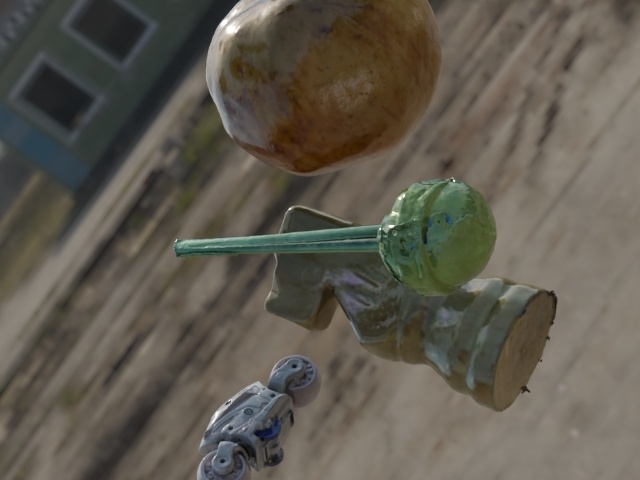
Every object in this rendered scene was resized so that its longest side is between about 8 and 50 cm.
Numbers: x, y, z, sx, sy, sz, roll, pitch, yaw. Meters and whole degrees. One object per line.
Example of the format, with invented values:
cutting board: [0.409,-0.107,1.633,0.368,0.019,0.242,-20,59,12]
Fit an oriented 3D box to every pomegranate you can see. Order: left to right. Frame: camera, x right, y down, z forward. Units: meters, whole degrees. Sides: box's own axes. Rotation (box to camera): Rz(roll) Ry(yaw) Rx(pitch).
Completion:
pomegranate: [0.003,-0.187,2.022,0.248,0.248,0.248,-53,8,10]

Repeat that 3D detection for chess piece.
chess piece: [0.082,0.059,2.001,0.137,0.301,0.137,-46,-31,-39]

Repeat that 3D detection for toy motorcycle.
toy motorcycle: [-0.092,0.248,2.635,0.254,0.112,0.112,-53,5,-35]

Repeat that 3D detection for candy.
candy: [0.000,0.000,1.643,0.336,0.093,0.092,-1,18,38]
